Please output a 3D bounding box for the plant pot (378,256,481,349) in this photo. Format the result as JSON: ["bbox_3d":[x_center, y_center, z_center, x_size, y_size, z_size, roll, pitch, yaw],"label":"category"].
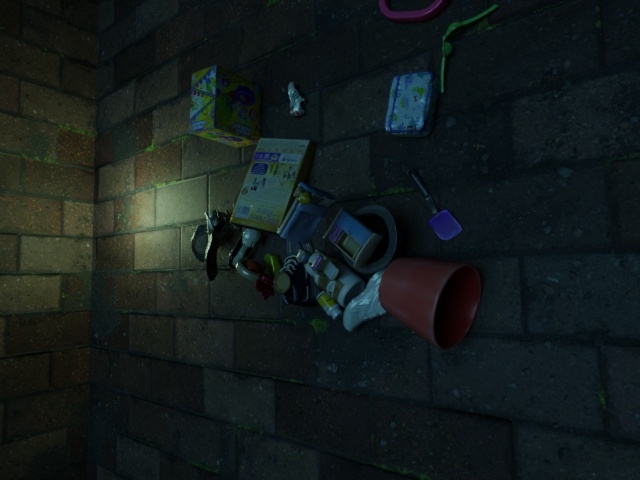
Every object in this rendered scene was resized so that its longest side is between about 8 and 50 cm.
[{"bbox_3d":[0.337,0.177,1.376,0.243,0.274,0.275,18,98,45],"label":"plant pot"}]

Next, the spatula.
[{"bbox_3d":[0.379,-0.136,1.492,0.084,0.030,0.297,-40,64,31],"label":"spatula"}]

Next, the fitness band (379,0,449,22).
[{"bbox_3d":[0.344,-0.908,1.560,0.290,0.054,0.209,19,99,38],"label":"fitness band"}]

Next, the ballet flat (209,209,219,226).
[{"bbox_3d":[-0.545,-0.062,2.189,0.070,0.070,0.189,28,106,35],"label":"ballet flat"}]

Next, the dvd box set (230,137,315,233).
[{"bbox_3d":[-0.211,-0.244,1.875,0.307,0.062,0.421,11,80,37],"label":"dvd box set"}]

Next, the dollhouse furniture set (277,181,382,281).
[{"bbox_3d":[0.000,0.000,1.441,0.198,0.303,0.287,44,109,43],"label":"dollhouse furniture set"}]

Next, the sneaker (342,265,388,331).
[{"bbox_3d":[0.190,0.236,1.570,0.129,0.111,0.297,46,115,24],"label":"sneaker"}]

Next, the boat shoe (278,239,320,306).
[{"bbox_3d":[-0.107,0.110,1.769,0.127,0.158,0.341,-27,71,33],"label":"boat shoe"}]

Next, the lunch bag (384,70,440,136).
[{"bbox_3d":[0.321,-0.480,1.527,0.176,0.090,0.219,14,94,40],"label":"lunch bag"}]

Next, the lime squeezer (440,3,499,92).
[{"bbox_3d":[0.463,-0.667,1.462,0.109,0.059,0.311,32,107,3],"label":"lime squeezer"}]

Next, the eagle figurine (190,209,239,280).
[{"bbox_3d":[-0.513,0.015,2.057,0.225,0.226,0.298,40,96,-1],"label":"eagle figurine"}]

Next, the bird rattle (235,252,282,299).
[{"bbox_3d":[-0.271,0.149,1.841,0.206,0.253,0.143,26,112,-4],"label":"bird rattle"}]

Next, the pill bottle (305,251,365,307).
[{"bbox_3d":[0.052,0.143,1.662,0.229,0.131,0.131,37,109,34],"label":"pill bottle"}]

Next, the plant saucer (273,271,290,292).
[{"bbox_3d":[-0.148,0.163,1.688,0.083,0.015,0.084,1,91,34],"label":"plant saucer"}]

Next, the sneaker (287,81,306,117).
[{"bbox_3d":[-0.098,-0.624,1.887,0.075,0.057,0.162,-7,81,20],"label":"sneaker"}]

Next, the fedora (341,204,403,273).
[{"bbox_3d":[0.202,-0.002,1.560,0.275,0.124,0.244,-23,71,43],"label":"fedora"}]

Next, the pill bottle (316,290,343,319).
[{"bbox_3d":[0.040,0.258,1.705,0.065,0.065,0.116,-52,60,23],"label":"pill bottle"}]

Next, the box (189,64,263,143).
[{"bbox_3d":[-0.432,-0.607,1.987,0.176,0.289,0.280,0,88,37],"label":"box"}]

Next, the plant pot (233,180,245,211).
[{"bbox_3d":[-0.324,-0.177,2.037,0.236,0.032,0.237,-3,84,37],"label":"plant pot"}]

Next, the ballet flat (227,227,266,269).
[{"bbox_3d":[-0.339,0.021,1.980,0.316,0.107,0.106,-56,13,28],"label":"ballet flat"}]
